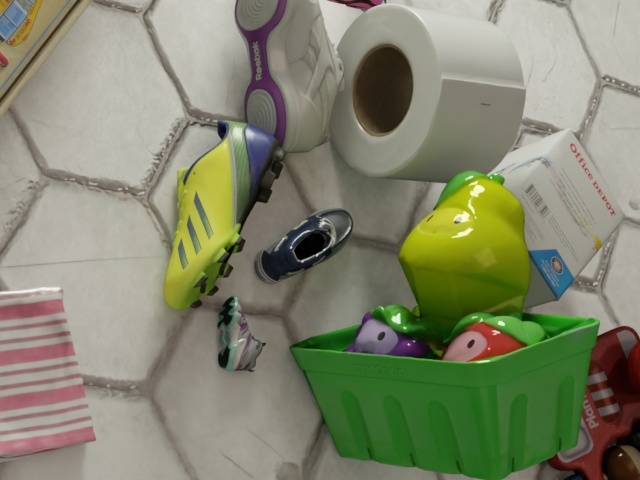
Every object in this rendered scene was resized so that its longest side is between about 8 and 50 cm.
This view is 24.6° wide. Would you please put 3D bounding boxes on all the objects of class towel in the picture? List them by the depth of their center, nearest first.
[{"bbox_3d":[-0.341,0.151,1.706,0.144,0.029,0.197,-7,80,-42],"label":"towel"}]

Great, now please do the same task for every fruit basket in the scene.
[{"bbox_3d":[0.167,0.099,1.919,0.283,0.392,0.392,-14,84,-41],"label":"fruit basket"}]

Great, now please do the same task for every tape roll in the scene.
[{"bbox_3d":[0.146,-0.205,2.088,0.169,0.246,0.246,2,74,-40],"label":"tape roll"}]

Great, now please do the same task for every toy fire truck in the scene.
[{"bbox_3d":[0.449,0.289,2.251,0.254,0.169,0.302,-21,88,-18],"label":"toy fire truck"}]

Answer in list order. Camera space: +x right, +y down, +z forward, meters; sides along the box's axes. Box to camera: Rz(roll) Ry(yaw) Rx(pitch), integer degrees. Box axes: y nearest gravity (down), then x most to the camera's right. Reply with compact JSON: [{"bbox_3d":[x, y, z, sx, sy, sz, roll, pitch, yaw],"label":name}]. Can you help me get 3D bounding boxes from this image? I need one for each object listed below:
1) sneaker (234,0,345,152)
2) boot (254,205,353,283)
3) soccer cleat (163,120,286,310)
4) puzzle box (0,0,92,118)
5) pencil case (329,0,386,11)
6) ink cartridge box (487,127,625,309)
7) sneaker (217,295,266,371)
[{"bbox_3d":[-0.038,-0.270,2.038,0.152,0.114,0.305,-5,98,-47],"label":"sneaker"},{"bbox_3d":[0.000,0.000,2.002,0.190,0.086,0.069,-36,99,-41],"label":"boot"},{"bbox_3d":[-0.148,-0.035,1.910,0.121,0.093,0.289,25,61,4],"label":"soccer cleat"},{"bbox_3d":[-0.415,-0.312,1.728,0.272,0.052,0.409,48,57,-30],"label":"puzzle box"},{"bbox_3d":[-0.003,-0.385,2.085,0.209,0.098,0.095,12,29,-5],"label":"pencil case"},{"bbox_3d":[0.309,-0.024,2.211,0.233,0.168,0.171,-42,104,-40],"label":"ink cartridge box"},{"bbox_3d":[-0.098,0.124,1.915,0.069,0.038,0.098,13,77,-38],"label":"sneaker"}]
